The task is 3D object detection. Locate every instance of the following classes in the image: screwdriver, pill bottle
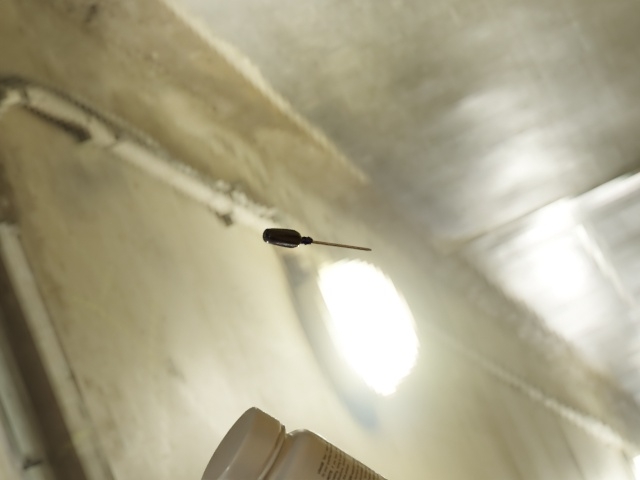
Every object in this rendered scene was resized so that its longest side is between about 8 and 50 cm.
[{"bbox_3d":[0.000,0.000,2.102,0.170,0.024,0.025,3,121,-34],"label":"screwdriver"},{"bbox_3d":[-0.006,0.346,2.165,0.160,0.283,0.160,-53,-170,14],"label":"pill bottle"}]
